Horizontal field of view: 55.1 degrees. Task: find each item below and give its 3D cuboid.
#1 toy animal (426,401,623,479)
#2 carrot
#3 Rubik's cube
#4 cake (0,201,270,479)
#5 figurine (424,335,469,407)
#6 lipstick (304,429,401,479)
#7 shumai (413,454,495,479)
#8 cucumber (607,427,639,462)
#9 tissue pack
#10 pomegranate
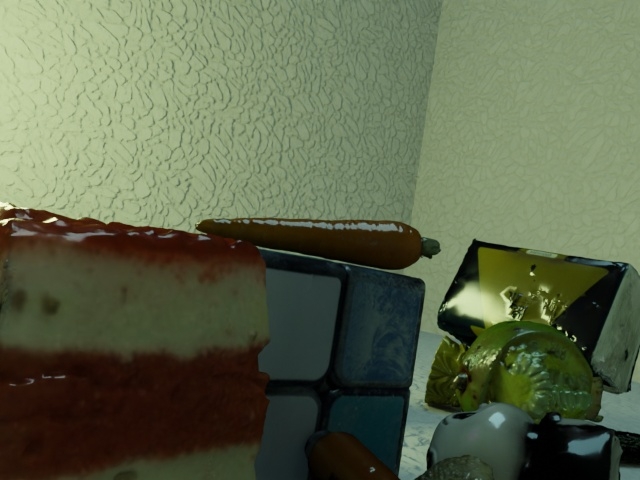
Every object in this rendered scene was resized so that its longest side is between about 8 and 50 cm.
[{"bbox_3d":[0.250,0.291,0.769,0.235,0.165,0.187,8,-24,34],"label":"toy animal"},{"bbox_3d":[0.000,0.000,0.830,0.335,0.069,0.069,4,-2,-5],"label":"carrot"},{"bbox_3d":[-0.077,0.171,0.863,0.318,0.313,0.316,11,-3,-37],"label":"Rubik's cube"},{"bbox_3d":[-0.223,0.136,0.570,0.270,0.320,0.269,7,-1,43],"label":"cake"},{"bbox_3d":[0.425,0.361,1.466,0.315,0.187,0.168,17,22,21],"label":"figurine"},{"bbox_3d":[0.100,0.282,0.549,0.077,0.077,0.418,10,6,-31],"label":"lipstick"},{"bbox_3d":[0.152,0.309,0.661,0.116,0.145,0.145,49,-7,-5],"label":"shumai"},{"bbox_3d":[0.652,0.423,1.247,0.245,0.067,0.067,11,-3,-18],"label":"cucumber"},{"bbox_3d":[0.535,0.174,1.475,0.416,0.264,0.253,13,-19,47],"label":"tissue pack"},{"bbox_3d":[0.415,0.289,1.186,0.340,0.261,0.260,16,-5,-22],"label":"pomegranate"}]
